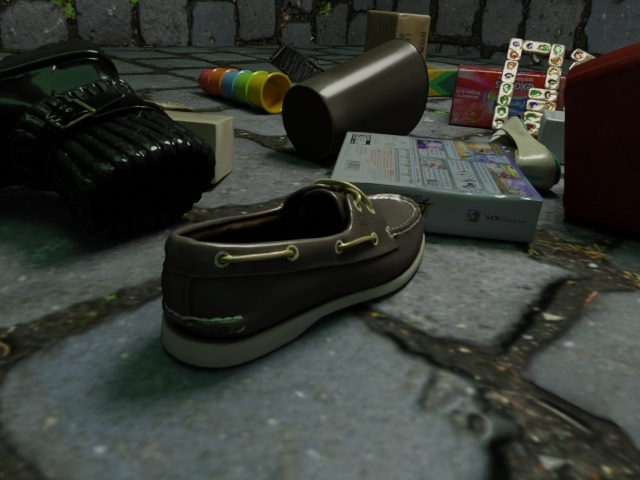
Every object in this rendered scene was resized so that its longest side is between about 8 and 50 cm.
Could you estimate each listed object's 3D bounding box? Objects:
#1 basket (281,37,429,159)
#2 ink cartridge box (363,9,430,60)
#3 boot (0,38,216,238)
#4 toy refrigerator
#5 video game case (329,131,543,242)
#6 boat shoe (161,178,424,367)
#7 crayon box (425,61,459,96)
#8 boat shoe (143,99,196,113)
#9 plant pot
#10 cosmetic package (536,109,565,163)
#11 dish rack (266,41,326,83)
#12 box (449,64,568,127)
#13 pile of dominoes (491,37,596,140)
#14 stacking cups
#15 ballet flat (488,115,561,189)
[{"bbox_3d":[0.057,-0.236,0.948,0.227,0.204,0.154,-29,63,-35],"label":"basket"},{"bbox_3d":[0.178,-0.442,1.332,0.088,0.234,0.193,-4,26,-17],"label":"ink cartridge box"},{"bbox_3d":[-0.320,-0.078,0.590,0.348,0.131,0.260,-36,66,-19],"label":"boot"},{"bbox_3d":[-0.270,-0.141,0.780,0.270,0.094,0.102,6,19,3],"label":"toy refrigerator"},{"bbox_3d":[0.145,-0.085,0.740,0.244,0.061,0.269,5,24,6],"label":"video game case"},{"bbox_3d":[0.000,0.000,0.488,0.117,0.096,0.324,22,30,37],"label":"boat shoe"},{"bbox_3d":[0.281,-0.505,1.671,0.323,0.083,0.203,-8,26,-24],"label":"crayon box"},{"bbox_3d":[-0.322,-0.258,1.089,0.135,0.050,0.045,6,19,-18],"label":"boat shoe"},{"bbox_3d":[0.445,-0.137,0.692,0.236,0.267,0.267,1,21,27],"label":"plant pot"},{"bbox_3d":[0.521,-0.181,0.978,0.231,0.085,0.117,12,25,16],"label":"cosmetic package"},{"bbox_3d":[0.007,-0.365,1.245,0.208,0.074,0.271,25,18,-35],"label":"dish rack"},{"bbox_3d":[0.439,-0.329,1.241,0.257,0.128,0.122,9,25,12],"label":"box"},{"bbox_3d":[0.477,-0.317,1.118,0.196,0.251,0.040,12,-16,14],"label":"pile of dominoes"},{"bbox_3d":[-0.200,-0.393,1.342,0.096,0.096,0.316,-16,31,-37],"label":"stacking cups"},{"bbox_3d":[0.320,-0.149,0.894,0.086,0.086,0.248,4,24,2],"label":"ballet flat"}]
